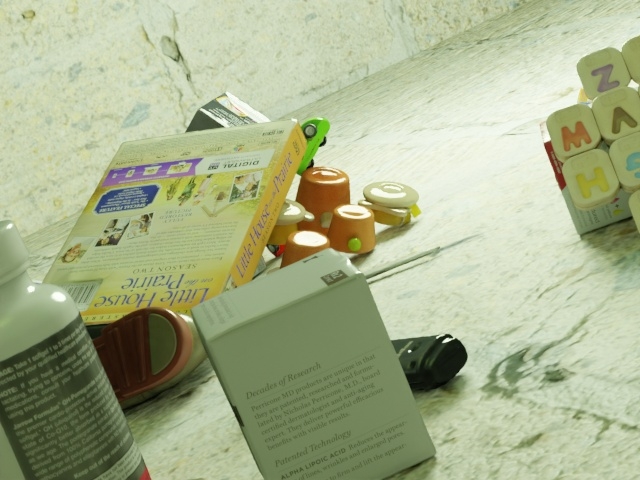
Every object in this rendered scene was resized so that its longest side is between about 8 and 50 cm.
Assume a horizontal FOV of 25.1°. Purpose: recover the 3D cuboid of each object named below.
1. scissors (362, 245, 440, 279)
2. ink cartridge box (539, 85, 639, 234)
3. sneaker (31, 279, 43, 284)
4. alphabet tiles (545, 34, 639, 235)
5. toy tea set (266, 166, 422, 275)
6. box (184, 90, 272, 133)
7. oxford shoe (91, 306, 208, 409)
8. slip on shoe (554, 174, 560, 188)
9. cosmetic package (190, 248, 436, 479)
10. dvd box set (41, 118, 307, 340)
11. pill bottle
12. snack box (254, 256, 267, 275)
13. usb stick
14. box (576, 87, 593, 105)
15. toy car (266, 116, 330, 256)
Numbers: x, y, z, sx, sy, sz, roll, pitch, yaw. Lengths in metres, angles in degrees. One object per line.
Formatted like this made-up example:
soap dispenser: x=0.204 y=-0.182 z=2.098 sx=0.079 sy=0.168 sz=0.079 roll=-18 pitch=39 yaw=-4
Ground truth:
scissors: x=0.015 y=0.061 z=1.943 sx=0.297 sy=0.021 sz=0.109 roll=-26 pitch=10 yaw=-8
ink cartridge box: x=0.374 y=-0.107 z=1.760 sx=0.176 sy=0.128 sz=0.127 roll=-21 pitch=12 yaw=12
sneaker: x=-0.514 y=0.174 z=2.222 sx=0.323 sy=0.130 sz=0.236 roll=-23 pitch=20 yaw=-25
alphabet tiles: x=0.407 y=-0.136 z=1.644 sx=0.284 sy=0.021 sz=0.278 roll=-20 pitch=56 yaw=11
toy tea set: x=0.000 y=0.000 z=2.120 sx=0.200 sy=0.124 sz=0.336 roll=18 pitch=28 yaw=26
box: x=-0.169 y=-0.090 z=2.361 sx=0.247 sy=0.163 sz=0.142 roll=-58 pitch=-4 yaw=25
oxford shoe: x=-0.284 y=0.182 z=1.825 sx=0.348 sy=0.123 sz=0.130 roll=-19 pitch=-14 yaw=25
slip on shoe: x=0.381 y=-0.104 z=1.951 sx=0.135 sy=0.041 sz=0.051 roll=-14 pitch=14 yaw=35
cosmetic package: x=-0.010 y=0.125 z=1.304 sx=0.151 sy=0.183 sz=0.151 roll=-24 pitch=11 yaw=-7
dvd box set: x=-0.214 y=-0.008 z=2.027 sx=0.308 sy=0.062 sz=0.420 roll=-6 pitch=39 yaw=24
pill bottle: x=-0.294 y=0.150 z=1.388 sx=0.176 sy=0.318 sz=0.176 roll=-20 pitch=11 yaw=4
snack box: x=-0.161 y=0.063 z=2.224 sx=0.100 sy=0.037 sz=0.141 roll=-16 pitch=13 yaw=34
usb stick: x=0.032 y=0.137 z=1.515 sx=0.278 sy=0.045 sz=0.077 roll=-10 pitch=16 yaw=45
box: x=0.441 y=-0.187 z=2.094 sx=0.136 sy=0.028 sz=0.081 roll=10 pitch=25 yaw=9
toy car: x=-0.060 y=-0.097 z=2.220 sx=0.225 sy=0.053 sz=0.239 roll=-61 pitch=-20 yaw=-1
